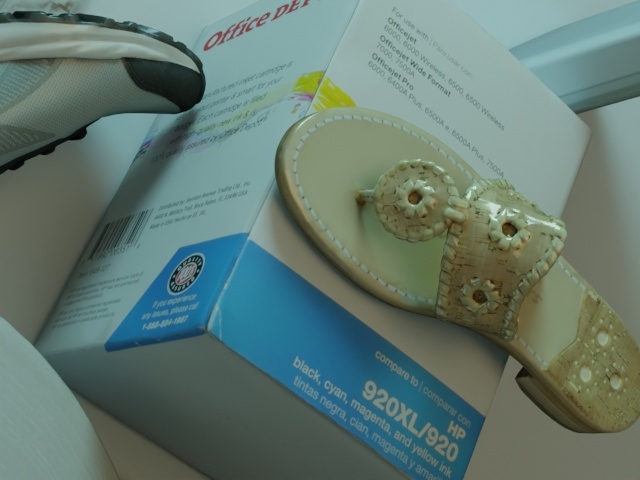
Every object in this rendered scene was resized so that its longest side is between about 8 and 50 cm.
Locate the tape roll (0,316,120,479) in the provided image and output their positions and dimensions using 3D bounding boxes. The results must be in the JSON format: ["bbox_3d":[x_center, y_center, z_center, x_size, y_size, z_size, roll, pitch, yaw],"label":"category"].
[{"bbox_3d":[-0.176,0.203,0.589,0.392,0.072,0.392,-11,90,-69],"label":"tape roll"}]

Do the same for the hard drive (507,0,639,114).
[{"bbox_3d":[0.201,-0.120,0.898,0.203,0.307,0.040,-27,98,-37],"label":"hard drive"}]

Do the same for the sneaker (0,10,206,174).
[{"bbox_3d":[-0.180,-0.056,0.745,0.271,0.100,0.108,-10,99,-33],"label":"sneaker"}]

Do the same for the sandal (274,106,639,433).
[{"bbox_3d":[0.092,0.010,0.720,0.240,0.079,0.088,39,60,-27],"label":"sandal"}]

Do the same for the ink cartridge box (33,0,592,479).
[{"bbox_3d":[0.000,0.000,0.811,0.168,0.171,0.232,38,62,-26],"label":"ink cartridge box"}]
